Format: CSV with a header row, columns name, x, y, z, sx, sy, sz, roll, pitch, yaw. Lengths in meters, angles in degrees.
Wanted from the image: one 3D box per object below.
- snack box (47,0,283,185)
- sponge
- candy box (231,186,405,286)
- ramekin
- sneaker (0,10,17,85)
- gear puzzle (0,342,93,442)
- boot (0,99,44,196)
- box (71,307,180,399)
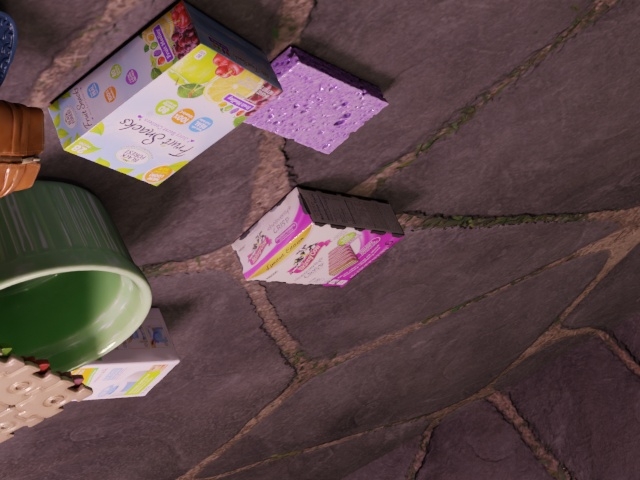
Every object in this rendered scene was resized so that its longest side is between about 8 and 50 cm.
name,x,y,z,sx,sy,sz,roll,pitch,yaw
snack box,-0.175,-0.161,1.305,0.207,0.070,0.174,-33,155,20
sponge,-0.013,-0.177,1.469,0.117,0.031,0.210,-37,153,24
candy box,0.000,0.000,1.780,0.233,0.071,0.159,7,140,-49
ramekin,-0.381,0.057,1.445,0.303,0.148,0.303,-21,155,-10
sneaker,-0.392,-0.146,1.135,0.232,0.090,0.081,-55,147,10
gear puzzle,-0.437,0.170,1.394,0.175,0.044,0.339,-28,152,9
boot,-0.324,-0.124,1.100,0.152,0.073,0.197,-13,133,-55
box,-0.343,0.177,1.767,0.203,0.103,0.114,4,142,-46
